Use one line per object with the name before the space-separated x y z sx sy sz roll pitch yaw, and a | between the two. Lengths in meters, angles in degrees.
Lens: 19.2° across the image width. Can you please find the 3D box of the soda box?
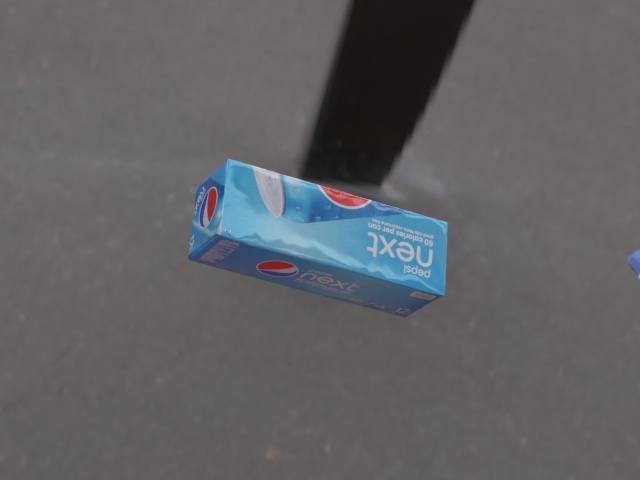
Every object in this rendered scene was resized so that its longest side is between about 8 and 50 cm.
soda box | 0.000 0.000 1.579 0.210 0.067 0.071 16 65 -23

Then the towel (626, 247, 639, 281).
towel | 0.314 0.083 0.862 0.040 0.243 0.336 7 51 -59
